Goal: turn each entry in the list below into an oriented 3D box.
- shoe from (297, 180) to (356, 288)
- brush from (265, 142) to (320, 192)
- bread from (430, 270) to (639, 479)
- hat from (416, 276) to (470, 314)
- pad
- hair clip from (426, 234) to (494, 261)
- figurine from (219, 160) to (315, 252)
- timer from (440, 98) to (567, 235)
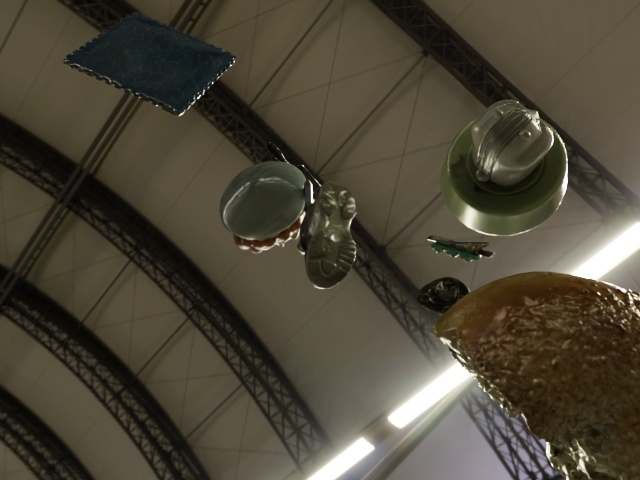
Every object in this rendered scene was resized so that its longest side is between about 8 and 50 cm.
[{"bbox_3d":[0.000,0.000,0.767,0.071,0.168,0.099,19,-28,-22],"label":"shoe"},{"bbox_3d":[-0.075,-0.180,1.277,0.063,0.016,0.193,-32,-48,14],"label":"brush"},{"bbox_3d":[0.280,0.150,0.494,0.192,0.171,0.314,-38,-105,0],"label":"bread"},{"bbox_3d":[0.275,0.115,1.131,0.121,0.121,0.050,0,-48,5],"label":"hat"},{"bbox_3d":[-0.349,-0.385,1.079,0.269,0.269,0.012,23,-41,1],"label":"pad"},{"bbox_3d":[0.298,0.018,1.107,0.049,0.173,0.049,-6,-79,-32],"label":"hair clip"},{"bbox_3d":[-0.122,-0.079,1.287,0.225,0.382,0.205,-32,-94,0],"label":"figurine"},{"bbox_3d":[0.405,-0.187,1.106,0.291,0.315,0.290,-4,-105,14],"label":"timer"}]
